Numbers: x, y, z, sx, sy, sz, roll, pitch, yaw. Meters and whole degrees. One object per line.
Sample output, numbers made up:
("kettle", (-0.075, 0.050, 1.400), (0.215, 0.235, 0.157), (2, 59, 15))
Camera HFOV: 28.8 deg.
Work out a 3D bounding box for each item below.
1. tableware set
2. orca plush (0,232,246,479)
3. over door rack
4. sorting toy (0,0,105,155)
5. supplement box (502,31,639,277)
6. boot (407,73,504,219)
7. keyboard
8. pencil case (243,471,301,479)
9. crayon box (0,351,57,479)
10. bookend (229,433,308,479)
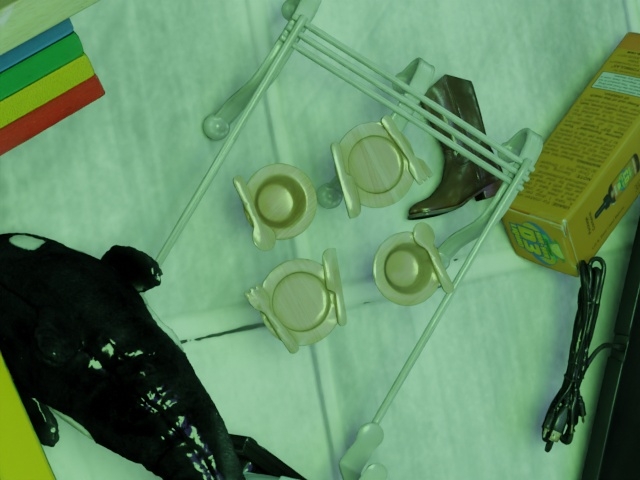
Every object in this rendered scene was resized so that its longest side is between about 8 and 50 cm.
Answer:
("tableware set", (0.016, -0.005, 0.912), (0.169, 0.020, 0.141), (-21, 95, -18))
("orca plush", (-0.159, 0.096, 0.816), (0.151, 0.102, 0.287), (-38, 70, 15))
("over door rack", (0.000, 0.000, 0.974), (0.239, 0.108, 0.324), (30, 79, -14))
("sorting toy", (-0.283, -0.098, 0.782), (0.257, 0.255, 0.089), (-35, 125, -23))
("supplement box", (0.256, -0.081, 1.120), (0.233, 0.080, 0.078), (-51, 138, -23))
("boot", (0.103, -0.082, 1.080), (0.106, 0.037, 0.114), (-20, 92, -28))
("keyboard", (0.273, 0.096, 1.110), (0.201, 0.033, 0.317), (14, 87, -42))
("pencil case", (-0.044, 0.295, 0.848), (0.124, 0.113, 0.273), (32, 72, -64))
("crayon box", (-0.355, 0.175, 0.758), (0.363, 0.106, 0.313), (-26, 96, -37))
("bookend", (-0.051, 0.254, 0.948), (0.157, 0.072, 0.156), (40, 70, -17))
